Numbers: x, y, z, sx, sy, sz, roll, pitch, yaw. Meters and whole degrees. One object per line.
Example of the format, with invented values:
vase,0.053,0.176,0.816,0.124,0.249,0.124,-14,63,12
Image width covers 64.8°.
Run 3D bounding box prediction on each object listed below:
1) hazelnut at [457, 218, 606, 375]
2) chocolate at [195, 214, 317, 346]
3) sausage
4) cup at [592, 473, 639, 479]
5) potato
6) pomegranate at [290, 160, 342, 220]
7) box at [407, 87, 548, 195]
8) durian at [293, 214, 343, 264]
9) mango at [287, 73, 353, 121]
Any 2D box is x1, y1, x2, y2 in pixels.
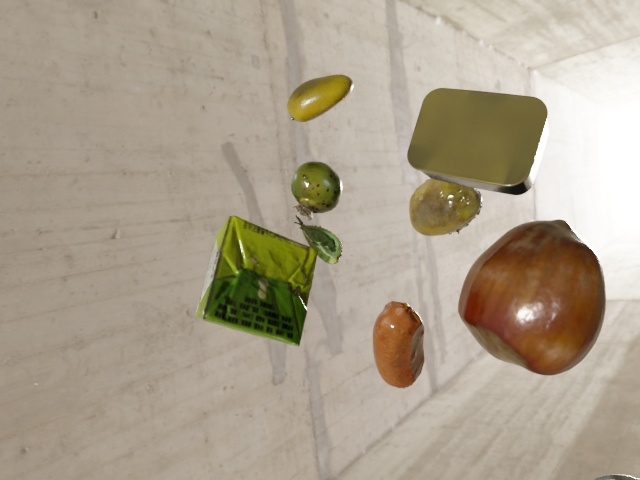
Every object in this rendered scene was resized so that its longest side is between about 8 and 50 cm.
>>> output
hazelnut,0.509,0.135,1.212,0.365,0.365,0.366,10,-103,-49
chocolate,-0.178,0.122,1.404,0.300,0.137,0.289,24,-115,-31
sausage,0.195,0.269,1.288,0.133,0.133,0.259,-45,-41,-43
cup,0.497,0.473,0.788,0.202,0.166,0.221,-42,-42,-62
potato,0.302,-0.079,1.271,0.081,0.200,0.164,-30,-90,-43
pomegranate,-0.014,-0.116,1.151,0.130,0.130,0.130,10,-103,-49
box,0.259,-0.159,0.828,0.090,0.200,0.145,19,-93,-59
durian,0.000,0.000,1.547,0.086,0.215,0.100,-49,-33,2
mango,-0.002,-0.325,1.136,0.076,0.160,0.103,58,-159,-31
